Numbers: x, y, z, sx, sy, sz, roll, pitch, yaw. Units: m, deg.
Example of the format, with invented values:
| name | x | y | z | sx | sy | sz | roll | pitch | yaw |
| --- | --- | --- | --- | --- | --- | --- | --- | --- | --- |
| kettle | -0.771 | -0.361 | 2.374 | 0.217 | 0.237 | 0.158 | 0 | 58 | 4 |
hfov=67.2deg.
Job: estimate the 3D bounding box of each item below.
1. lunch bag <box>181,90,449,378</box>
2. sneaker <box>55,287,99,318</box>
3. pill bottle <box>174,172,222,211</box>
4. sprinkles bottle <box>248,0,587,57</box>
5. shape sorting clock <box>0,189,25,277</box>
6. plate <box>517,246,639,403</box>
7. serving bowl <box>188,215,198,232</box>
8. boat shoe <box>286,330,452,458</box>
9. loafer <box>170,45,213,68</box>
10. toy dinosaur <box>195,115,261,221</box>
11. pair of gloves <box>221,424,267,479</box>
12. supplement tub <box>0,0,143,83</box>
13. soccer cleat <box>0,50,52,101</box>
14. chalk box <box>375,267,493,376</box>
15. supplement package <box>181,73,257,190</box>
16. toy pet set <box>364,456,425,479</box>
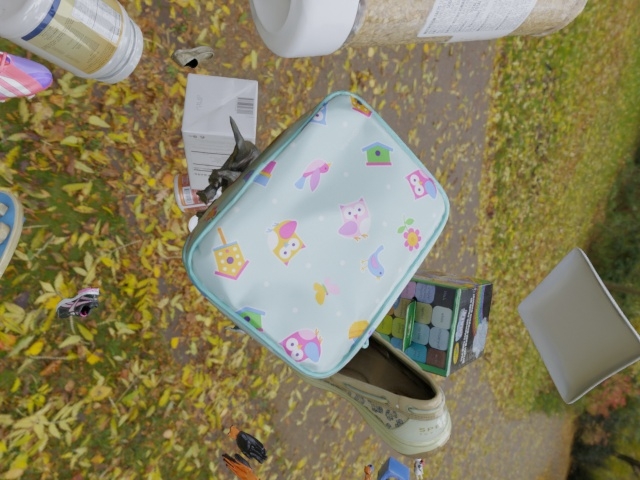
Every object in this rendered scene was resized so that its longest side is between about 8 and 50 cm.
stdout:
| name | x | y | z | sx | sy | sz | roll | pitch | yaw |
| --- | --- | --- | --- | --- | --- | --- | --- | --- | --- |
| lunch bag | 0.000 | 0.000 | 0.537 | 0.224 | 0.108 | 0.279 | 43 | 75 | -16 |
| sneaker | -0.796 | 0.222 | 1.578 | 0.072 | 0.178 | 0.077 | 18 | 45 | -57 |
| pill bottle | -0.334 | -0.160 | 1.502 | 0.121 | 0.216 | 0.121 | 172 | -90 | -87 |
| sprinkles bottle | 0.112 | -0.254 | 0.471 | 0.356 | 0.121 | 0.121 | -16 | 119 | -26 |
| shape sorting clock | -0.371 | 0.033 | 0.462 | 0.040 | 0.206 | 0.206 | 48 | 65 | -45 |
| plate | 0.605 | 0.202 | 1.136 | 0.045 | 0.277 | 0.278 | -1 | 140 | -17 |
| serving bowl | -0.425 | -0.052 | 1.706 | 0.084 | 0.027 | 0.083 | -1 | 92 | -21 |
| boat shoe | 0.038 | 0.139 | 0.593 | 0.105 | 0.285 | 0.089 | -35 | 132 | -31 |
| loafer | -0.368 | -0.530 | 1.406 | 0.148 | 0.056 | 0.050 | -32 | 95 | -43 |
| toy dinosaur | -0.154 | -0.107 | 0.922 | 0.160 | 0.121 | 0.313 | -50 | 143 | -40 |
| pair of gloves | -0.114 | 0.325 | 0.726 | 0.010 | 0.074 | 0.083 | -21 | 133 | -60 |
| supplement tub | -0.630 | -0.549 | 1.208 | 0.316 | 0.229 | 0.228 | 18 | 89 | -67 |
| soccer cleat | -0.560 | -0.281 | 0.748 | 0.248 | 0.083 | 0.095 | 1 | 144 | -22 |
| chalk box | 0.222 | 0.162 | 1.011 | 0.289 | 0.179 | 0.180 | 3 | 96 | -54 |
| supplement package | -0.264 | -0.273 | 1.292 | 0.293 | 0.176 | 0.177 | 116 | -25 | -66 |
| toy pet set | 0.136 | 0.442 | 0.938 | 0.114 | 0.122 | 0.065 | -37 | 112 | -74 |
